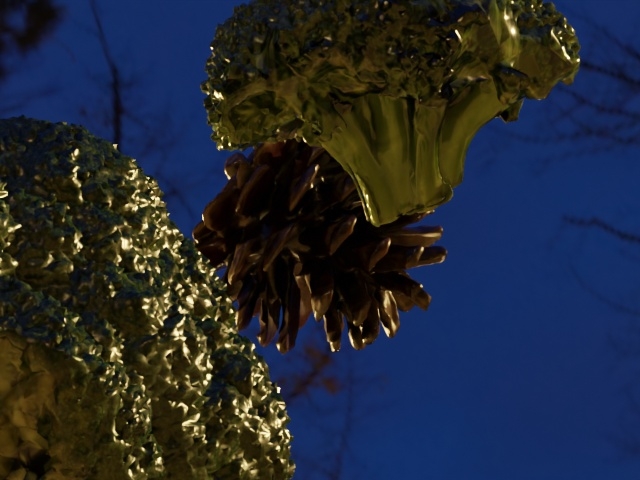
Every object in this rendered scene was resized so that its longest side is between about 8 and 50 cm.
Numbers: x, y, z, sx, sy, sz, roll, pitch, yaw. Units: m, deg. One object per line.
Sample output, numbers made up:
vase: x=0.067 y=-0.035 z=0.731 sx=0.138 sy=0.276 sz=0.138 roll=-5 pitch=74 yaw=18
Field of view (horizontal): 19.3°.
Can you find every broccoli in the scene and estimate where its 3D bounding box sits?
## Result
broccoli: x=0.039 y=-0.106 z=1.172 sx=0.176 sy=0.198 sz=0.226 roll=51 pitch=-125 yaw=-23
broccoli: x=-0.177 y=0.071 z=0.938 sx=0.321 sy=0.304 sz=0.283 roll=38 pitch=-85 yaw=-1

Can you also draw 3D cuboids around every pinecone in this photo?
pinecone: x=0.000 y=0.000 z=1.459 sx=0.208 sy=0.208 sz=0.207 roll=-10 pitch=-50 yaw=-12
